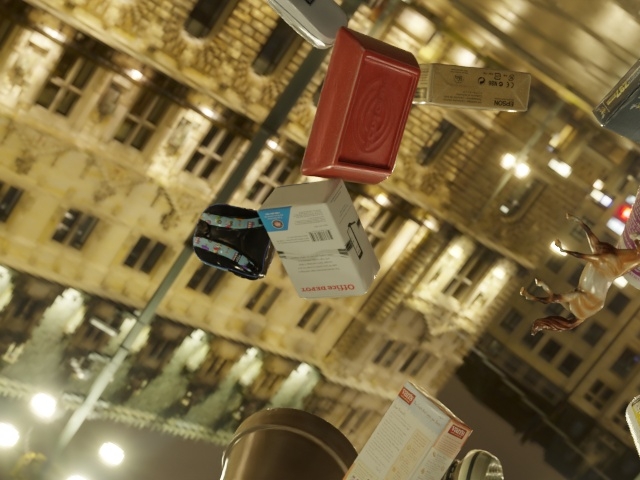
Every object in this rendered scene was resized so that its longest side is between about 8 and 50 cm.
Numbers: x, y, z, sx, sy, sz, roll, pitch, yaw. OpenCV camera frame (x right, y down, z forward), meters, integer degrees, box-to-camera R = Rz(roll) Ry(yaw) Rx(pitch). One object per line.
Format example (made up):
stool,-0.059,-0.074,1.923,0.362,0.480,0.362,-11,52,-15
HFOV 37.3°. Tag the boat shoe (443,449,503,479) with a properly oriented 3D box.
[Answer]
boat shoe,0.144,0.484,1.322,0.156,0.500,0.187,20,-144,16

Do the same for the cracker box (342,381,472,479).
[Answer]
cracker box,0.155,0.396,1.734,0.067,0.232,0.156,31,-177,-31

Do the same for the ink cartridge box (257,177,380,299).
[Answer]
ink cartridge box,0.000,0.000,1.716,0.086,0.148,0.203,-57,-48,-45

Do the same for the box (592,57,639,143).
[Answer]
box,0.746,-0.302,2.097,0.233,0.183,0.059,17,-142,-32

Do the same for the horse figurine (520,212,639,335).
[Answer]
horse figurine,0.491,0.073,1.775,0.174,0.263,0.066,24,-163,-8

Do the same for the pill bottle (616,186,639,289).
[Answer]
pill bottle,0.680,-0.048,1.806,0.169,0.301,0.169,2,-134,-2

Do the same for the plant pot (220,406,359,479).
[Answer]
plant pot,-0.096,0.563,1.989,0.323,0.323,0.280,35,-148,2

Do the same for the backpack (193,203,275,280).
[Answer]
backpack,-0.192,0.000,2.134,0.173,0.158,0.117,14,175,8

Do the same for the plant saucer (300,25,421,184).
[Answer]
plant saucer,0.086,-0.224,1.676,0.048,0.258,0.259,21,-170,33

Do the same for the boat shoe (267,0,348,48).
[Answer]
boat shoe,-0.065,-0.433,1.642,0.258,0.095,0.084,50,156,-7

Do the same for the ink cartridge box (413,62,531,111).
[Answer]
ink cartridge box,0.303,-0.330,2.049,0.235,0.088,0.193,2,-173,-17

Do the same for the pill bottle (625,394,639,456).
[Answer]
pill bottle,0.634,0.372,1.744,0.103,0.103,0.184,31,-151,-18
